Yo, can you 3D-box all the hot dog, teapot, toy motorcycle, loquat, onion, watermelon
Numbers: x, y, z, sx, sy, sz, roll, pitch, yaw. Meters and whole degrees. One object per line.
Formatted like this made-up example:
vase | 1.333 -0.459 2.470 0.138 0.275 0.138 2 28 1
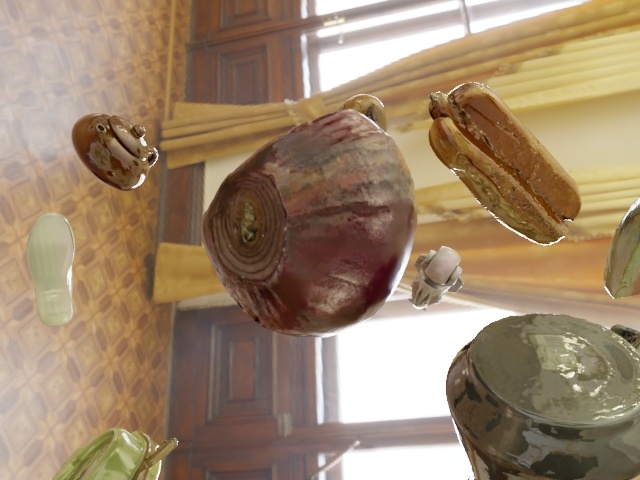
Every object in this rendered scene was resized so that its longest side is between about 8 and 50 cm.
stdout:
hot dog | 0.187 -0.077 0.616 0.236 0.092 0.062 39 -7 -28
teapot | 0.343 0.305 0.953 0.376 0.306 0.361 -83 172 -60
toy motorcycle | 0.228 0.090 1.229 0.254 0.113 0.112 89 -3 -71
teapot | -0.415 -0.193 1.263 0.178 0.135 0.252 60 11 10
loquat | 0.100 -0.288 1.467 0.141 0.141 0.141 -8 90 -78
onion | 0.000 0.000 0.859 0.282 0.337 0.260 7 47 -60
watermelon | 0.758 0.001 1.299 0.193 0.232 0.310 33 -71 59

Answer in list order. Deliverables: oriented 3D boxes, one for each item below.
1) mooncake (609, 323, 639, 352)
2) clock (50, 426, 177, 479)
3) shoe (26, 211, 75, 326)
mooncake | 0.604 0.282 1.067 0.136 0.250 0.254 93 23 -50
clock | -0.347 0.392 0.921 0.096 0.308 0.235 48 31 -13
shoe | -0.594 0.054 1.319 0.110 0.095 0.264 -138 -129 -60
